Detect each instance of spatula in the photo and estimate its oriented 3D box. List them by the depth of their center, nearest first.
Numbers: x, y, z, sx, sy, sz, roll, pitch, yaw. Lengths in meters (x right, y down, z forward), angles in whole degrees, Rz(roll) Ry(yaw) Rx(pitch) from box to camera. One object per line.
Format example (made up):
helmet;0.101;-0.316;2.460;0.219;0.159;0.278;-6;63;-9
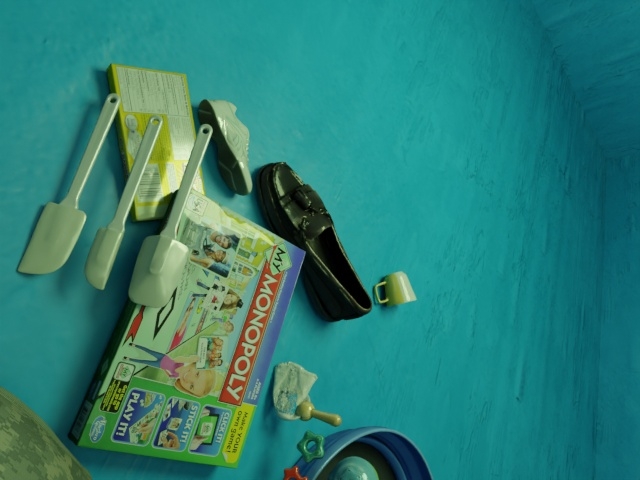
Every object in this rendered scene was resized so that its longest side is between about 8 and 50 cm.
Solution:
spatula;-0.227;-0.054;0.534;0.168;0.019;0.242;16;72;-6

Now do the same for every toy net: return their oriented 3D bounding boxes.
toy net;-0.018;0.292;0.651;0.122;0.232;0.045;-33;146;-4

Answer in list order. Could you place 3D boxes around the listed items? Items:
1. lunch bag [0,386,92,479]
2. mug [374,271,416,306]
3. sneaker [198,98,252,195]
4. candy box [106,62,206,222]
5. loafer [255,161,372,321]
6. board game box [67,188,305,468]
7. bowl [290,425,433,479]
lunch bag;-0.313;0.175;0.299;0.169;0.235;0.287;-38;105;-21
mug;0.154;0.098;0.899;0.078;0.062;0.064;-1;75;-50
sneaker;-0.130;-0.145;0.677;0.061;0.053;0.152;-26;100;-46
candy box;-0.220;-0.131;0.605;0.105;0.027;0.206;-8;89;-45
loafer;0.000;0.000;0.743;0.109;0.095;0.303;-38;108;-41
board game box;-0.153;0.118;0.590;0.213;0.046;0.318;30;68;-35
bowl;0.058;0.508;0.716;0.390;0.077;0.392;11;74;-42
